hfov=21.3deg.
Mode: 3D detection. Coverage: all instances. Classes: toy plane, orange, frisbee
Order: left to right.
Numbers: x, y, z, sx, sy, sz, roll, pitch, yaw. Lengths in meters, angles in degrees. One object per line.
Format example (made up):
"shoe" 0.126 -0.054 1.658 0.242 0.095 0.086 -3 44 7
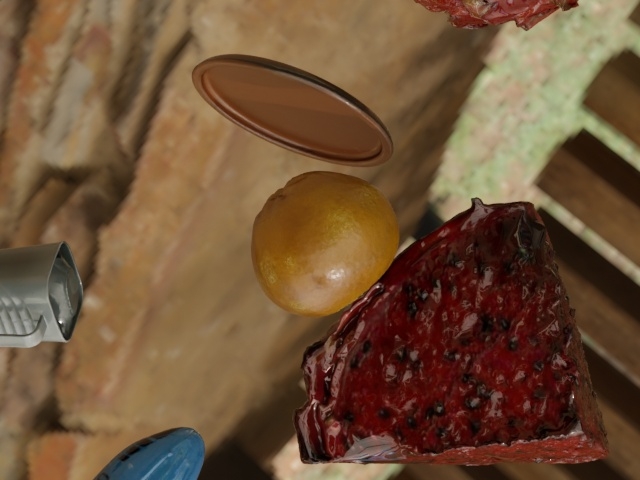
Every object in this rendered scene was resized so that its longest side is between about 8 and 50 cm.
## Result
"toy plane" -0.189 0.258 1.362 0.271 0.105 0.254 -39 166 -4
"frisbee" -0.031 -0.150 1.976 0.251 0.250 0.021 77 33 -70
"orange" 0.000 0.000 1.737 0.159 0.136 0.159 -43 -176 4

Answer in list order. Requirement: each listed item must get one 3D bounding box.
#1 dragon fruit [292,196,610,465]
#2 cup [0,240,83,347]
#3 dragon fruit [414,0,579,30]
"dragon fruit" 0.138 0.132 1.893 0.329 0.286 0.228 -17 166 17
"cup" -0.337 0.071 1.887 0.128 0.129 0.095 -80 161 -48
"dragon fruit" 0.211 -0.394 2.078 0.277 0.342 0.277 -26 121 -56
